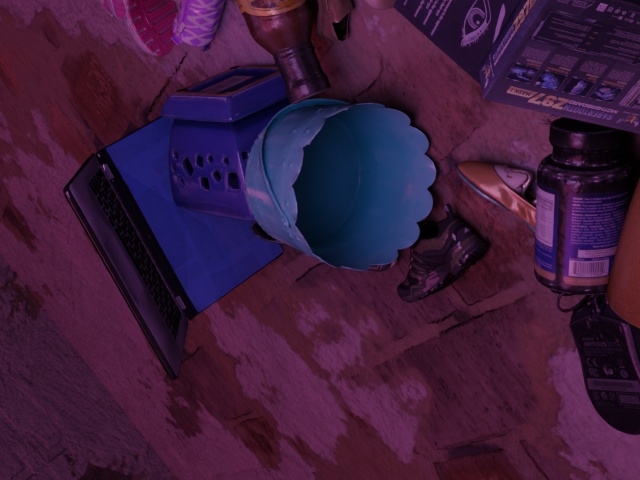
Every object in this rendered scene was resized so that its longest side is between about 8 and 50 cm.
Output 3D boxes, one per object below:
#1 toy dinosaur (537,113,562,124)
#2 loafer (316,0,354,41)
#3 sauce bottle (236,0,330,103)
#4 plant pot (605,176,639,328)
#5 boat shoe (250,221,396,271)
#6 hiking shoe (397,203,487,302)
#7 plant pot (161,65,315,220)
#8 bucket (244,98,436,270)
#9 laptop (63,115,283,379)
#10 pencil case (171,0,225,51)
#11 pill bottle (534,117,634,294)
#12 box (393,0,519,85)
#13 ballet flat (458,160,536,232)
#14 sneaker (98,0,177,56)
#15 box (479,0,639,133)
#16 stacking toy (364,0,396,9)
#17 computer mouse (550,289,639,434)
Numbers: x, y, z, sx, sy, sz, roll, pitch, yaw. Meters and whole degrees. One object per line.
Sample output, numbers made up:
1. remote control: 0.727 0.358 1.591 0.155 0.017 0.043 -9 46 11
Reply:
1. toy dinosaur: 0.340 -0.165 1.194 0.090 0.047 0.082 5 122 7
2. loafer: 0.026 -0.368 1.347 0.050 0.056 0.148 35 153 22
3. sauce bottle: -0.077 -0.385 1.362 0.111 0.111 0.344 -13 103 53
4. plant pot: 0.460 -0.041 1.010 0.237 0.237 0.254 16 119 41
5. boat shoe: 0.000 0.000 1.671 0.319 0.099 0.116 24 137 35
6. hiking shoe: 0.192 0.024 1.502 0.114 0.086 0.227 60 142 13
7. plant pot: -0.131 -0.184 1.545 0.236 0.236 0.212 12 124 44
8. bucket: 0.024 -0.095 1.409 0.183 0.281 0.281 15 132 53
9. laptop: -0.246 -0.027 1.629 0.408 0.236 0.382 -103 -13 -72
10. pencil case: -0.211 -0.431 1.532 0.086 0.088 0.206 51 146 18
11. pill bottle: 0.347 -0.048 1.156 0.123 0.123 0.219 17 119 41
12. box: 0.221 -0.307 1.121 0.207 0.108 0.153 45 145 9
13. ballet flat: 0.311 -0.062 1.294 0.232 0.080 0.073 40 117 12
14. sneaker: -0.363 -0.465 1.681 0.111 0.103 0.252 -18 100 59
15. box: 0.326 -0.217 1.007 0.233 0.059 0.183 10 144 -12
16. stacking toy: 0.012 -0.471 1.206 0.330 0.141 0.141 46 146 16
17. computer mouse: 0.456 0.159 1.320 0.188 0.072 0.272 -1 108 52
